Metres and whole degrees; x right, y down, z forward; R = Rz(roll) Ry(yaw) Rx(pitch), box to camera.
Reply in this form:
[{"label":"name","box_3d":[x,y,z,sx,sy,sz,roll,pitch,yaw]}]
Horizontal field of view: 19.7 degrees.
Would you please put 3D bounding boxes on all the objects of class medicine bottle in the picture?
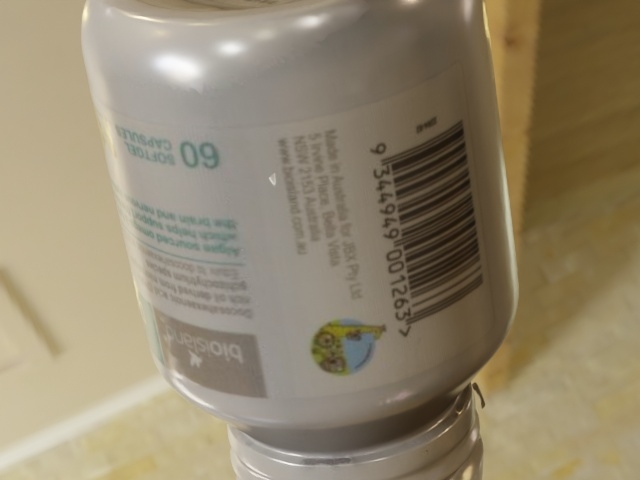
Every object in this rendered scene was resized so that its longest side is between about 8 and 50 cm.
[{"label":"medicine bottle","box_3d":[0.000,0.000,0.647,0.135,0.135,0.215,-19,-61,-18]}]
